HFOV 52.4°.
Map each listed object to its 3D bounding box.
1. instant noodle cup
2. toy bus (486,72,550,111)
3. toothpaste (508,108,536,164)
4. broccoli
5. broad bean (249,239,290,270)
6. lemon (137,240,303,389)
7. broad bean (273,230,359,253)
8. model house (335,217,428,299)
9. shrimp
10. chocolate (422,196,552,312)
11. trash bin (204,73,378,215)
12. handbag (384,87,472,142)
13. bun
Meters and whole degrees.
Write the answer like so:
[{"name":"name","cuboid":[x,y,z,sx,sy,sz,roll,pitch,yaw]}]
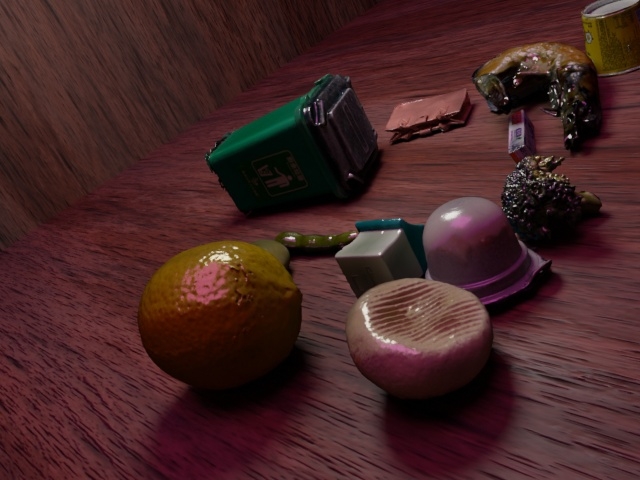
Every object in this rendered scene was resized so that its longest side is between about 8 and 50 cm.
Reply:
[{"name":"instant noodle cup","cuboid":[0.705,-0.493,1.538,0.182,0.144,0.182,-21,25,10]},{"name":"toy bus","cuboid":[0.502,-0.390,1.615,0.191,0.075,0.064,-26,26,-1]},{"name":"toothpaste","cuboid":[0.432,-0.220,1.397,0.040,0.047,0.196,-29,21,30]},{"name":"broccoli","cuboid":[0.380,-0.068,1.079,0.160,0.167,0.154,0,60,-7]},{"name":"broad bean","cuboid":[-0.190,0.073,1.365,0.263,0.121,0.189,-12,20,-5]},{"name":"lemon","cuboid":[-0.164,0.121,1.071,0.267,0.267,0.267,-21,26,11]},{"name":"broad bean","cuboid":[0.000,0.001,1.371,0.256,0.052,0.052,-4,-5,38]},{"name":"model house","cuboid":[0.117,0.026,1.123,0.101,0.127,0.149,-2,37,41]},{"name":"shrimp","cuboid":[0.481,-0.330,1.429,0.272,0.085,0.445,-4,41,8]},{"name":"chocolate","cuboid":[0.239,0.008,1.020,0.221,0.147,0.221,-17,28,9]},{"name":"trash bin","cuboid":[-0.066,-0.240,1.661,0.381,0.259,0.295,-14,28,30]},{"name":"handbag","cuboid":[0.286,-0.331,1.724,0.213,0.059,0.157,-10,30,30]},{"name":"bun","cuboid":[0.134,0.144,0.901,0.223,0.127,0.222,0,23,0]}]
